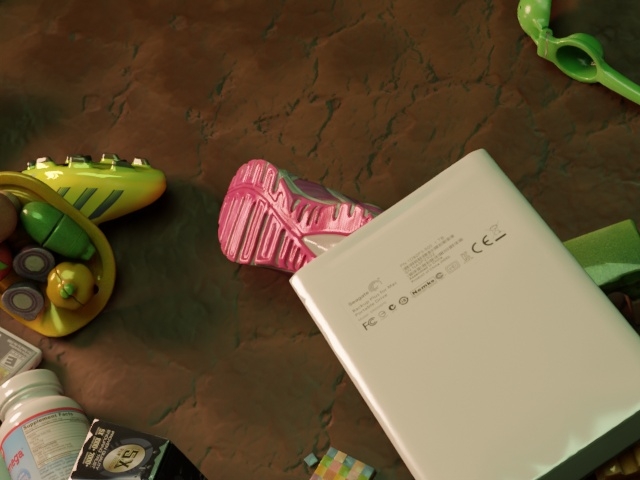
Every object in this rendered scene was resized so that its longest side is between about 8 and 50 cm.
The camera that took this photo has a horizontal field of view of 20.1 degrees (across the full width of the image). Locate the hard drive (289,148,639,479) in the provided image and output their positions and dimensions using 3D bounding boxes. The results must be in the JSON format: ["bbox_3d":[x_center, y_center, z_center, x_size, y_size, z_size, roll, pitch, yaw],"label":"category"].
[{"bbox_3d":[0.124,0.078,1.446,0.203,0.040,0.307,-34,48,0],"label":"hard drive"}]

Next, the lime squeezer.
[{"bbox_3d":[0.260,-0.202,1.773,0.110,0.059,0.310,-10,55,-25],"label":"lime squeezer"}]

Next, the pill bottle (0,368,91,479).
[{"bbox_3d":[-0.247,0.202,1.678,0.087,0.087,0.160,-29,60,0],"label":"pill bottle"}]

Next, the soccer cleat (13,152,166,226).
[{"bbox_3d":[-0.291,-0.021,1.819,0.289,0.093,0.121,-7,93,7],"label":"soccer cleat"}]

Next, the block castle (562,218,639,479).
[{"bbox_3d":[0.256,0.111,1.515,0.453,0.213,0.303,-19,61,5],"label":"block castle"}]

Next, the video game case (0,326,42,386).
[{"bbox_3d":[-0.395,0.118,1.739,0.190,0.022,0.173,28,47,15],"label":"video game case"}]

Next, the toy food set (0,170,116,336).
[{"bbox_3d":[-0.301,0.006,1.743,0.218,0.071,0.128,39,102,-5],"label":"toy food set"}]

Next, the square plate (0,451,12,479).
[{"bbox_3d":[-0.392,0.392,1.645,0.344,0.049,0.347,-24,60,2],"label":"square plate"}]

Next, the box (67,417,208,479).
[{"bbox_3d":[-0.160,0.260,1.572,0.077,0.180,0.147,13,67,22],"label":"box"}]

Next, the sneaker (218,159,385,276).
[{"bbox_3d":[0.000,0.000,1.711,0.252,0.111,0.103,28,96,46],"label":"sneaker"}]

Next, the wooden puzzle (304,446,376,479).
[{"bbox_3d":[0.018,0.219,1.643,0.083,0.006,0.049,25,73,25],"label":"wooden puzzle"}]
